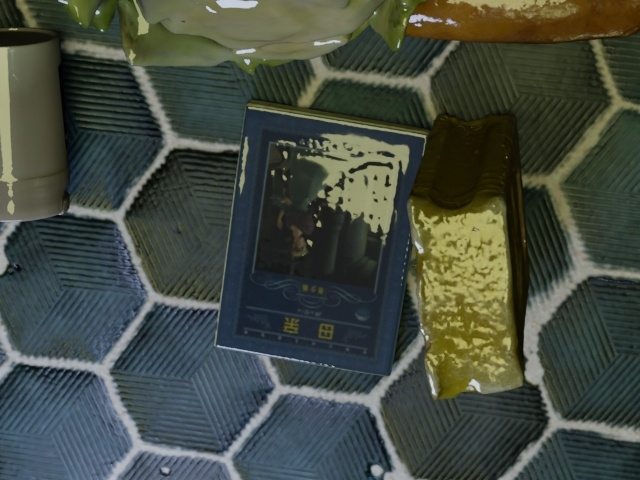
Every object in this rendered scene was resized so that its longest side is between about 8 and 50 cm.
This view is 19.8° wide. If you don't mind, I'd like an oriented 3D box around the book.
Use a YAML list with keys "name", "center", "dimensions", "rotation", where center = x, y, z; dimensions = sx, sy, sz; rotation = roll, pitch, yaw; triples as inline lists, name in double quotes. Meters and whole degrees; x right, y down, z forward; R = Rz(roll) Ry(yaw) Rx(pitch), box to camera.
- name: "book"
  center: [0.000, 0.000, 1.887]
  dimensions: [0.190, 0.025, 0.269]
  rotation: [10, 109, 4]

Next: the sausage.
- name: "sausage"
  center: [0.185, -0.238, 1.747]
  dimensions: [0.270, 0.109, 0.109]
  rotation: [1, 108, 4]

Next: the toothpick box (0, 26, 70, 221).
- name: "toothpick box"
  center: [-0.310, -0.116, 1.846]
  dimensions: [0.111, 0.111, 0.181]
  rotation: [1, 107, 7]

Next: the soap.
- name: "soap"
  center: [0.144, 0.006, 1.718]
  dimensions: [0.091, 0.315, 0.199]
  rotation: [-6, 106, 9]

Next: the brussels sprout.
- name: "brussels sprout"
  center: [-0.055, -0.363, 1.623]
  dimensions: [0.425, 0.342, 0.361]
  rotation: [-14, 66, 43]
